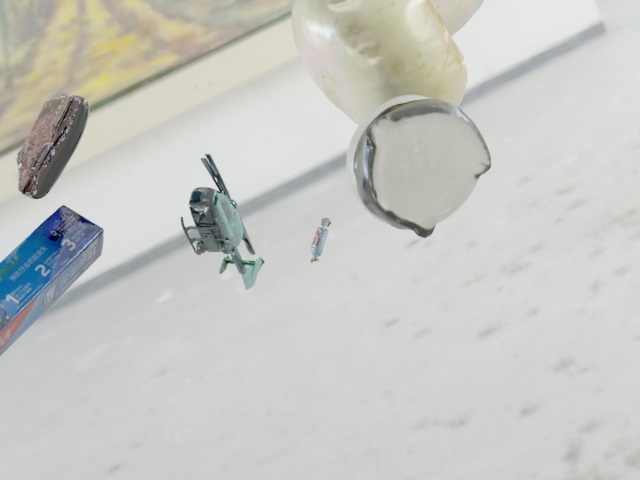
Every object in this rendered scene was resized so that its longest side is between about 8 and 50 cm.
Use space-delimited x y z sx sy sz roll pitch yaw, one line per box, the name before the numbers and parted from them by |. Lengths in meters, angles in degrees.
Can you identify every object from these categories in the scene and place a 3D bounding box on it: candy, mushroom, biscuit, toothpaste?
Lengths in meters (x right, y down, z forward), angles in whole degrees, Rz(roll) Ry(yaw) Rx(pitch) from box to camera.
candy | 0.000 0.000 1.968 0.020 0.083 0.030 21 9 36
mushroom | 0.123 -0.340 2.014 0.353 0.325 0.353 -2 18 1
biscuit | -0.368 -0.129 1.540 0.151 0.063 0.235 -63 14 -1
toothpaste | -0.419 0.079 1.533 0.320 0.076 0.066 -51 -13 -38

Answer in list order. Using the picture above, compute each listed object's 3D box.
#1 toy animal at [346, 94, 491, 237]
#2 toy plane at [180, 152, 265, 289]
toy animal | 0.124 -0.112 1.554 0.187 0.165 0.235 -47 6 2
toy plane | -0.137 -0.010 1.620 0.060 0.235 0.096 0 45 23
